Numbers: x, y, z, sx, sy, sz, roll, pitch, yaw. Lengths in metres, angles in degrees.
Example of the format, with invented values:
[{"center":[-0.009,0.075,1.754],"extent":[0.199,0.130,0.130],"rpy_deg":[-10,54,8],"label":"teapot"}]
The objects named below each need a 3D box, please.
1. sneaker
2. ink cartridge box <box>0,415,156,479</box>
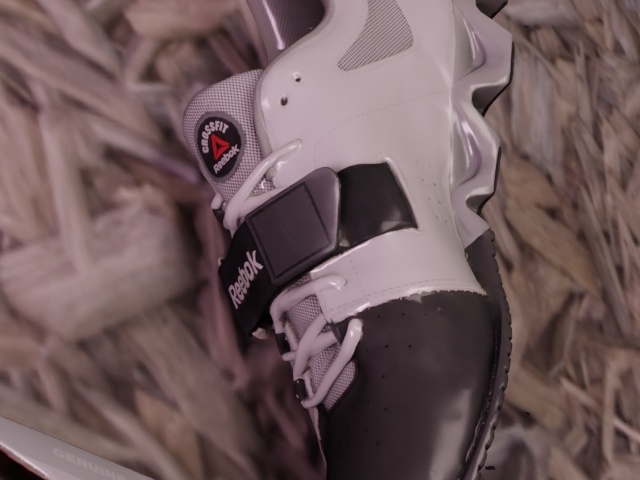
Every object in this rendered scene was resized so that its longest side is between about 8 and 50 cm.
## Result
[{"center":[0.000,0.000,0.881],"extent":[0.146,0.122,0.331],"rpy_deg":[19,49,-20],"label":"sneaker"},{"center":[-0.112,0.138,0.646],"extent":[0.275,0.060,0.239],"rpy_deg":[29,15,-36],"label":"ink cartridge box"}]
